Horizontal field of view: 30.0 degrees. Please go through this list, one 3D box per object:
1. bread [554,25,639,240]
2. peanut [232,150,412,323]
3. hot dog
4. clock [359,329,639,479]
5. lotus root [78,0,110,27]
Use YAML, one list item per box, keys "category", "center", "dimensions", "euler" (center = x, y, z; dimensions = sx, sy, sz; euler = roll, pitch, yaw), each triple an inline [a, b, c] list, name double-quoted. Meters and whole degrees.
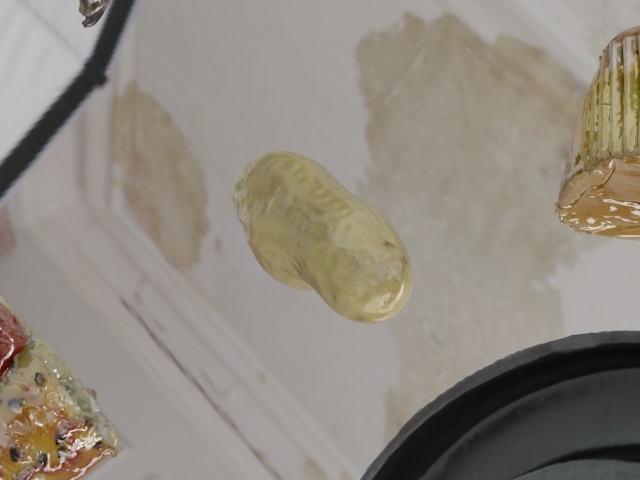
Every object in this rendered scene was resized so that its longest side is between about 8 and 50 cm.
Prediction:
- category: "bread"
  center: [0.343, -0.104, 1.172]
  dimensions: [0.204, 0.156, 0.288]
  euler: [7, -16, 9]
- category: "peanut"
  center: [0.000, 0.000, 1.441]
  dimensions: [0.319, 0.147, 0.148]
  euler: [40, -28, 44]
- category: "hot dog"
  center: [-0.451, 0.200, 1.240]
  dimensions: [0.367, 0.365, 0.196]
  euler: [50, -11, -15]
- category: "clock"
  center: [0.116, 0.195, 0.445]
  dimensions: [0.066, 0.319, 0.318]
  euler: [19, 3, -44]
- category: "lotus root"
  center: [-0.150, -0.246, 0.830]
  dimensions: [0.118, 0.125, 0.221]
  euler: [56, -30, 24]
